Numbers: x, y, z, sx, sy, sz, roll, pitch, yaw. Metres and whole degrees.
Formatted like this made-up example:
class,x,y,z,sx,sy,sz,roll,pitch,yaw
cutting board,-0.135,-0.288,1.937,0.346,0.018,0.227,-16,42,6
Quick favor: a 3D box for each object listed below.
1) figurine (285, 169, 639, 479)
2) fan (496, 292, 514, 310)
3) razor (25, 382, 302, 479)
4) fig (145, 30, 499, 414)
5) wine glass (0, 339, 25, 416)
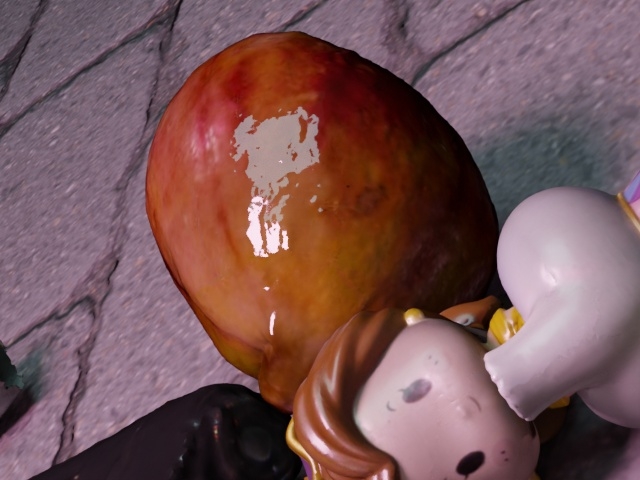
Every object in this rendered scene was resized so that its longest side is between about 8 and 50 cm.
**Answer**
class,x,y,z,sx,sy,sz,roll,pitch,yaw
figurine,0.094,0.072,0.894,0.263,0.142,0.189,-37,-8,13
fan,0.103,0.047,1.085,0.056,0.004,0.083,-36,23,10
razor,-0.160,0.205,1.080,0.327,0.107,0.189,-23,29,35
fig,0.003,-0.010,1.076,0.224,0.224,0.263,-40,38,2
wine glass,-0.353,0.158,1.455,0.204,0.111,0.111,-41,23,5
